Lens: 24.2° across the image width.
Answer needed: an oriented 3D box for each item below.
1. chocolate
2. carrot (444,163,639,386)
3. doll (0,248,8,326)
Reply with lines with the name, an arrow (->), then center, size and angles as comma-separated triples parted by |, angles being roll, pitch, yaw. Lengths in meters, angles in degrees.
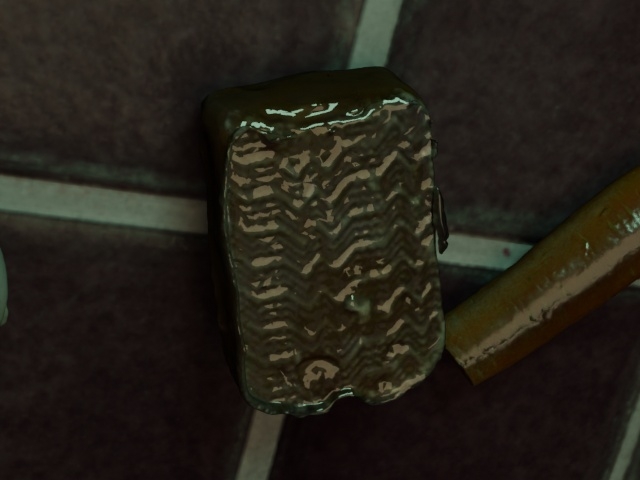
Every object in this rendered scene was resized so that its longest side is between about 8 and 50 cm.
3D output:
chocolate -> 0.000, 0.000, 0.966 | 0.148, 0.093, 0.214 | -9, 116, -13
carrot -> 0.183, 0.017, 1.052 | 0.225, 0.067, 0.067 | -37, 120, 3
doll -> -0.271, 0.036, 0.868 | 0.180, 0.107, 0.110 | -9, 157, -40
